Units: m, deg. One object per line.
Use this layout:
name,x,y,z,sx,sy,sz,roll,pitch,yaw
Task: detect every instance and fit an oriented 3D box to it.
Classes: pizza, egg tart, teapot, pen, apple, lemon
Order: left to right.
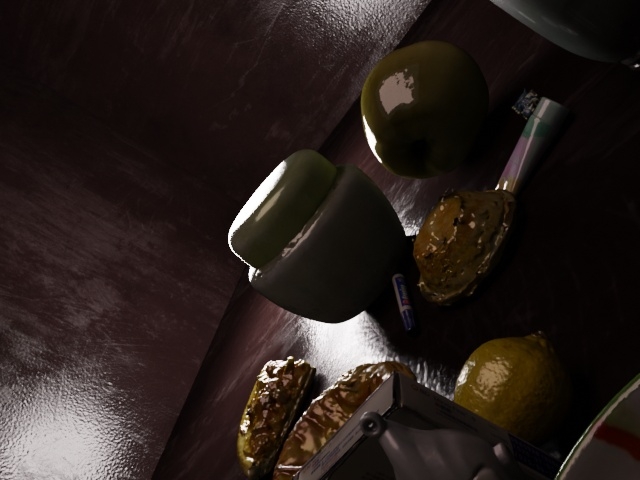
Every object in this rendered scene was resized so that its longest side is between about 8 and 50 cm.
pizza,-0.125,0.383,1.461,0.268,0.087,0.258,-66,11,-23
egg tart,0.047,0.289,0.865,0.295,0.116,0.294,-45,15,16
pen,0.146,0.108,1.158,0.025,0.025,0.204,-55,12,18
apple,0.200,-0.256,1.319,0.262,0.262,0.262,-55,12,18
egg tart,0.207,0.000,1.022,0.212,0.090,0.212,-56,15,24
lemon,0.190,0.149,0.660,0.133,0.109,0.109,-64,12,0
teapot,0.351,-0.365,0.831,0.315,0.312,0.233,-53,4,-39

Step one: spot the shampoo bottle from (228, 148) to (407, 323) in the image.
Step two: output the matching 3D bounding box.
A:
shampoo bottle,0.000,0.000,1.365,0.322,0.317,0.322,-45,12,13

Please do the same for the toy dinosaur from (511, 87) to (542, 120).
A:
toy dinosaur,0.354,-0.233,1.143,0.047,0.031,0.083,-53,14,22

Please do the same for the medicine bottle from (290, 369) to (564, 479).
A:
medicine bottle,0.098,0.226,0.615,0.171,0.201,0.052,-54,15,27

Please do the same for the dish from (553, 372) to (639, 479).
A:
dish,0.247,0.183,0.320,0.324,0.124,0.324,-52,7,9

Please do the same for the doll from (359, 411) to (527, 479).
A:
doll,0.124,0.203,0.512,0.102,0.228,0.075,-53,-3,16

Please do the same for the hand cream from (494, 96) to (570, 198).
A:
hand cream,0.317,-0.131,1.028,0.076,0.047,0.174,-99,33,-68
